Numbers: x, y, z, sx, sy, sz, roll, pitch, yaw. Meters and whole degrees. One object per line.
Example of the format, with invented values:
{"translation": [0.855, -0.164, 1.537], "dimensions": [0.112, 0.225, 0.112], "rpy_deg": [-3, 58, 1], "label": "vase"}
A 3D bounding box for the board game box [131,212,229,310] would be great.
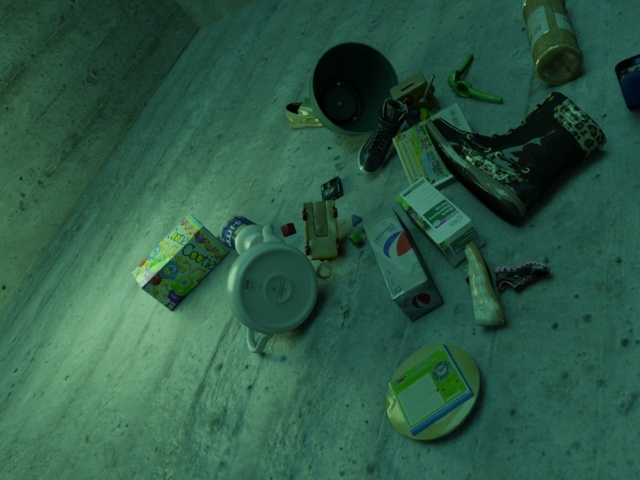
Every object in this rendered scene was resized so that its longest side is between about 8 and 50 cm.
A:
{"translation": [-0.465, 0.069, 1.900], "dimensions": [0.275, 0.142, 0.144], "rpy_deg": [-47, 37, -7], "label": "board game box"}

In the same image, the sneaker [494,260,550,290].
{"translation": [0.415, 0.078, 1.181], "dimensions": [0.119, 0.047, 0.057], "rpy_deg": [-15, 50, 42], "label": "sneaker"}

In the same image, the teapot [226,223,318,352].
{"translation": [-0.140, 0.125, 1.498], "dimensions": [0.256, 0.252, 0.187], "rpy_deg": [-39, 14, -20], "label": "teapot"}

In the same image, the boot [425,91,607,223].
{"translation": [0.451, -0.240, 1.374], "dimensions": [0.284, 0.138, 0.377], "rpy_deg": [-38, 45, 5], "label": "boot"}

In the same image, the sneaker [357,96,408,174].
{"translation": [0.183, -0.315, 1.685], "dimensions": [0.226, 0.086, 0.163], "rpy_deg": [-63, -3, -22], "label": "sneaker"}

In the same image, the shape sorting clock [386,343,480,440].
{"translation": [0.220, 0.296, 1.131], "dimensions": [0.206, 0.040, 0.206], "rpy_deg": [-27, 39, 25], "label": "shape sorting clock"}

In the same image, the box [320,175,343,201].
{"translation": [0.035, -0.156, 1.781], "dimensions": [0.067, 0.018, 0.083], "rpy_deg": [-27, 39, 18], "label": "box"}

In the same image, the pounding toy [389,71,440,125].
{"translation": [0.298, -0.438, 1.736], "dimensions": [0.141, 0.130, 0.100], "rpy_deg": [-28, 38, 17], "label": "pounding toy"}

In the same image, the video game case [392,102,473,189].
{"translation": [0.321, -0.246, 1.566], "dimensions": [0.207, 0.026, 0.226], "rpy_deg": [-27, 53, 18], "label": "video game case"}

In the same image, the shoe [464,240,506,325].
{"translation": [0.333, 0.089, 1.211], "dimensions": [0.058, 0.076, 0.219], "rpy_deg": [-22, 42, 17], "label": "shoe"}

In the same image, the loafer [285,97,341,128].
{"translation": [-0.032, -0.476, 2.108], "dimensions": [0.269, 0.092, 0.101], "rpy_deg": [-4, 51, 40], "label": "loafer"}

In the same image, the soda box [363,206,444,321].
{"translation": [0.192, 0.049, 1.364], "dimensions": [0.091, 0.098, 0.286], "rpy_deg": [-32, 37, 13], "label": "soda box"}

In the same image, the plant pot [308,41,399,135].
{"translation": [0.085, -0.470, 1.872], "dimensions": [0.293, 0.293, 0.196], "rpy_deg": [-52, 11, -13], "label": "plant pot"}

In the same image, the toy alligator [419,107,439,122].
{"translation": [0.344, -0.333, 1.663], "dimensions": [0.189, 0.056, 0.051], "rpy_deg": [46, 133, 47], "label": "toy alligator"}

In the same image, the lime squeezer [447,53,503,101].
{"translation": [0.445, -0.470, 1.717], "dimensions": [0.110, 0.058, 0.310], "rpy_deg": [-5, 40, -2], "label": "lime squeezer"}

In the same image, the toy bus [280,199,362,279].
{"translation": [0.004, -0.012, 1.588], "dimensions": [0.191, 0.104, 0.202], "rpy_deg": [40, 81, 9], "label": "toy bus"}

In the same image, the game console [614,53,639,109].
{"translation": [0.800, -0.424, 1.243], "dimensions": [0.293, 0.250, 0.173], "rpy_deg": [-18, 69, 29], "label": "game console"}

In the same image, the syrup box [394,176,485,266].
{"translation": [0.284, -0.050, 1.382], "dimensions": [0.093, 0.096, 0.237], "rpy_deg": [-38, 35, 4], "label": "syrup box"}

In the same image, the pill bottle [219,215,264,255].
{"translation": [-0.228, -0.004, 1.786], "dimensions": [0.112, 0.112, 0.187], "rpy_deg": [-50, 37, -11], "label": "pill bottle"}

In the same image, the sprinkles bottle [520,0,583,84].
{"translation": [0.634, -0.578, 1.584], "dimensions": [0.121, 0.121, 0.355], "rpy_deg": [-18, 43, 29], "label": "sprinkles bottle"}
